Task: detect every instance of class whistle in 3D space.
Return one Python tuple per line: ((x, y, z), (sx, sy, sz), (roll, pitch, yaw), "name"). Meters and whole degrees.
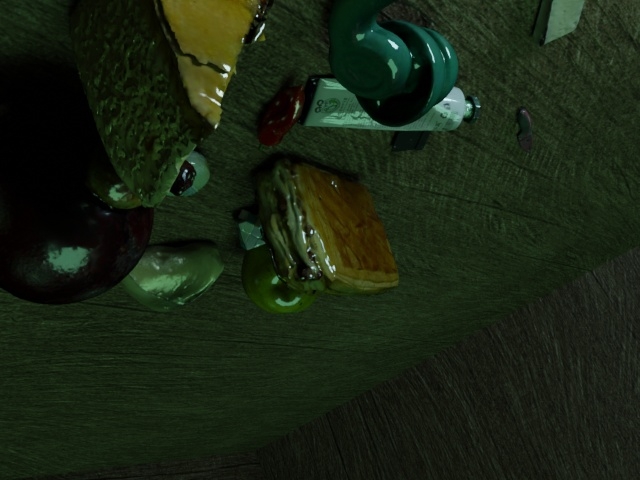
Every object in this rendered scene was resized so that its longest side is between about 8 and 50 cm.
((-0.256, -0.128, 1.334), (0.104, 0.057, 0.198), (-20, 158, 9), "whistle")

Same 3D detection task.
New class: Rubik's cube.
((-0.135, -0.026, 1.646), (0.073, 0.075, 0.084), (-16, 118, -14), "Rubik's cube")

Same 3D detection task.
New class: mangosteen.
((-0.351, -0.065, 1.070), (0.297, 0.297, 0.293), (-4, 169, -37), "mangosteen")

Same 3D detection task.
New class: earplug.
((0.122, -0.302, 1.226), (0.280, 0.163, 0.258), (-13, 121, -50), "earplug")

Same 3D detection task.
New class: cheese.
((0.406, -0.449, 1.263), (0.085, 0.034, 0.400), (-25, 158, -4), "cheese")

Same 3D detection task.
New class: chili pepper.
((-0.071, -0.202, 1.340), (0.050, 0.059, 0.191), (1, 151, -28), "chili pepper")

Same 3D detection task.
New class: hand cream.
((0.124, -0.239, 1.409), (0.335, 0.076, 0.121), (-1, 146, -19), "hand cream")

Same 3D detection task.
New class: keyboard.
((0.194, -0.245, 1.535), (0.072, 0.023, 0.231), (-8, 154, -15), "keyboard")

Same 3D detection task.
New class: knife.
((0.461, -0.240, 1.789), (0.035, 0.018, 0.247), (-29, 158, 8), "knife")

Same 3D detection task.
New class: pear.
((-0.083, 0.067, 1.748), (0.198, 0.198, 0.198), (-19, 157, -8), "pear")

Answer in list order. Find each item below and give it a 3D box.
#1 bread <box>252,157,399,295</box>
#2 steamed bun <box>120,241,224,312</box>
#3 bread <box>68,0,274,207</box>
((0.000, 0.000, 1.588), (0.167, 0.278, 0.324), (-30, 160, 29), "bread")
((-0.309, 0.083, 1.695), (0.212, 0.111, 0.231), (-23, 160, 0), "steamed bun")
((-0.138, -0.214, 0.956), (0.279, 0.315, 0.248), (-12, 159, -47), "bread")
